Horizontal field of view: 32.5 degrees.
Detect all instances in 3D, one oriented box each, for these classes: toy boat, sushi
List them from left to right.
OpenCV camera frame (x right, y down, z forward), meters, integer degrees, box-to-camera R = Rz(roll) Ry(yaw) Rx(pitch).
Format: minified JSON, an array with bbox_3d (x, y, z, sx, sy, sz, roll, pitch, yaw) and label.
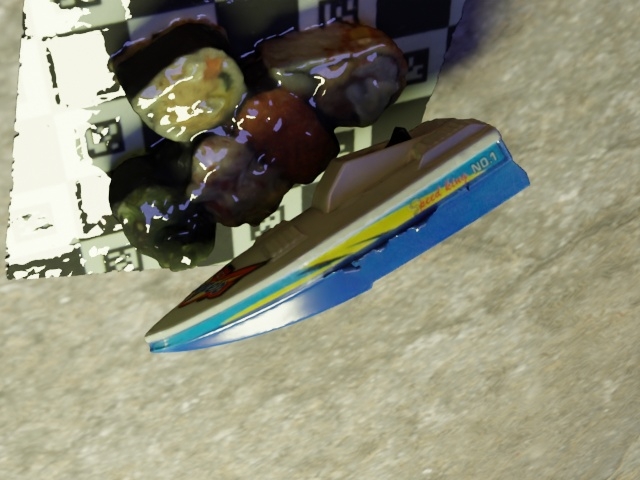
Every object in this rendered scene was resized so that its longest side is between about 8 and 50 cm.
[{"bbox_3d":[-0.052,-0.075,0.814,0.339,0.069,0.320,-3,132,-26],"label":"sushi"},{"bbox_3d":[0.000,0.000,0.806,0.295,0.129,0.088,-32,102,-5],"label":"toy boat"}]
